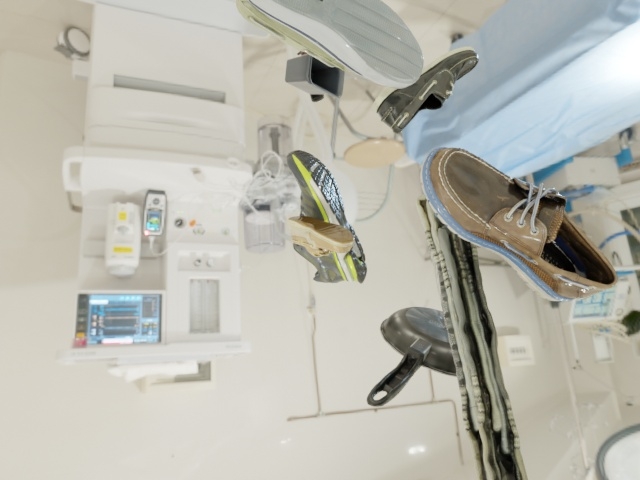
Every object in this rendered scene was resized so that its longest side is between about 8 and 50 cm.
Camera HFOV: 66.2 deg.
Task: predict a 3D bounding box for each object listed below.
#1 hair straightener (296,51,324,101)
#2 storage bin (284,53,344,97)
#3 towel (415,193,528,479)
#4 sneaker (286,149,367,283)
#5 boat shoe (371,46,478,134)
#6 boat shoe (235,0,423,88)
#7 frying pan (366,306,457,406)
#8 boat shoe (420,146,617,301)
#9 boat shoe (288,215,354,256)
[{"bbox_3d":[-0.033,-0.495,1.488,0.047,0.230,0.089,-23,145,4],"label":"hair straightener"},{"bbox_3d":[-0.017,-0.399,1.168,0.091,0.098,0.135,7,-179,35],"label":"storage bin"},{"bbox_3d":[0.167,0.126,0.571,0.056,0.312,0.324,-9,156,12],"label":"towel"},{"bbox_3d":[-0.011,-0.033,0.979,0.121,0.300,0.111,-17,-162,18],"label":"sneaker"},{"bbox_3d":[0.205,-0.275,0.900,0.233,0.079,0.084,-34,165,-15],"label":"boat shoe"},{"bbox_3d":[0.020,-0.317,0.733,0.302,0.109,0.094,22,170,-26],"label":"boat shoe"},{"bbox_3d":[0.147,0.162,0.787,0.326,0.053,0.197,3,-161,-37],"label":"frying pan"},{"bbox_3d":[0.164,-0.018,0.394,0.183,0.066,0.066,34,161,-13],"label":"boat shoe"},{"bbox_3d":[0.000,0.000,0.870,0.063,0.059,0.170,-9,-161,-31],"label":"boat shoe"}]
